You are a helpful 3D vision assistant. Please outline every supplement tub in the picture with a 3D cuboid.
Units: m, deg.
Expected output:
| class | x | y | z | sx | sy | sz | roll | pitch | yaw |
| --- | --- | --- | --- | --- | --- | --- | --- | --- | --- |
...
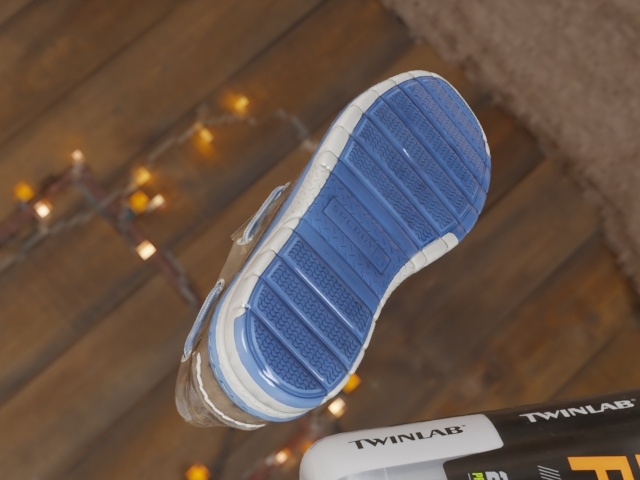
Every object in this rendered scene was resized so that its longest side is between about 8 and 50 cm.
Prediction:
| class | x | y | z | sx | sy | sz | roll | pitch | yaw |
| --- | --- | --- | --- | --- | --- | --- | --- | --- | --- |
| supplement tub | 0.156 | 0.184 | 1.030 | 0.193 | 0.316 | 0.193 | 171 | 90 | -83 |

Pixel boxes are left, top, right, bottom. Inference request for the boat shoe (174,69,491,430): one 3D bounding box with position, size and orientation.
| class | x | y | z | sx | sy | sz | roll | pitch | yaw |
| --- | --- | --- | --- | --- | --- | --- | --- | --- | --- |
| boat shoe | 0.000 | 0.000 | 0.665 | 0.066 | 0.183 | 0.066 | -28 | 104 | 44 |
